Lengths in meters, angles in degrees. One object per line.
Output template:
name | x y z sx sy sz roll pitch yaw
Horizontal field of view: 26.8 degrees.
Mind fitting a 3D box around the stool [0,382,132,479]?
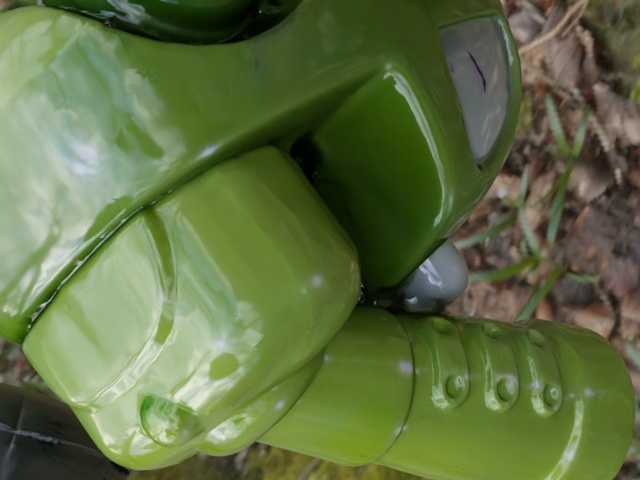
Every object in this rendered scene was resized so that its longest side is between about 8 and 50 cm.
stool | -0.121 0.106 0.462 0.096 0.110 0.096 12 162 4

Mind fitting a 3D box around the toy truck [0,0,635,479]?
toy truck | -0.017 -0.009 0.383 0.148 0.187 0.210 -40 64 41
